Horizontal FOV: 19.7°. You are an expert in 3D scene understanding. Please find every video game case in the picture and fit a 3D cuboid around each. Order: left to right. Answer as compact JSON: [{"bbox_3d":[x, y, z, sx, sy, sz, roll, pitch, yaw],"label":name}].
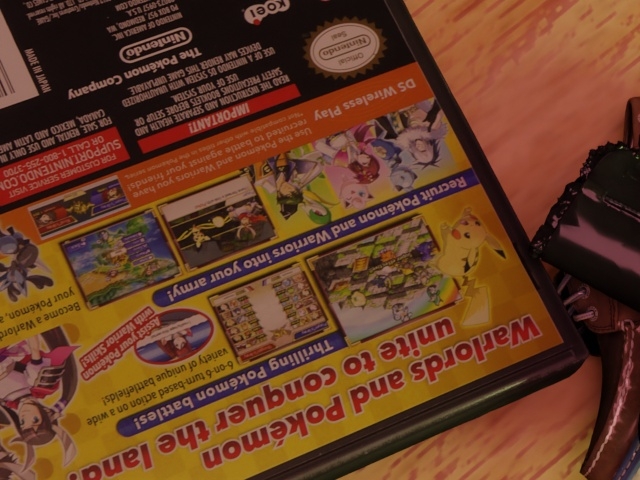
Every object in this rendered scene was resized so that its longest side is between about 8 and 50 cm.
[{"bbox_3d":[-0.067,-0.007,0.748,0.274,0.035,0.248,-22,74,-16],"label":"video game case"}]

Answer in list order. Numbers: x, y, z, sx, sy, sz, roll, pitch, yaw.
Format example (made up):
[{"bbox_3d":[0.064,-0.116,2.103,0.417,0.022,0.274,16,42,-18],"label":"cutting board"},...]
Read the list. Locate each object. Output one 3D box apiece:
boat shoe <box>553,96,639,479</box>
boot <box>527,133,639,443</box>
[{"bbox_3d":[0.134,0.022,0.796,0.066,0.066,0.183,18,69,4],"label":"boat shoe"},{"bbox_3d":[0.128,0.022,0.734,0.099,0.045,0.121,34,63,7],"label":"boot"}]
